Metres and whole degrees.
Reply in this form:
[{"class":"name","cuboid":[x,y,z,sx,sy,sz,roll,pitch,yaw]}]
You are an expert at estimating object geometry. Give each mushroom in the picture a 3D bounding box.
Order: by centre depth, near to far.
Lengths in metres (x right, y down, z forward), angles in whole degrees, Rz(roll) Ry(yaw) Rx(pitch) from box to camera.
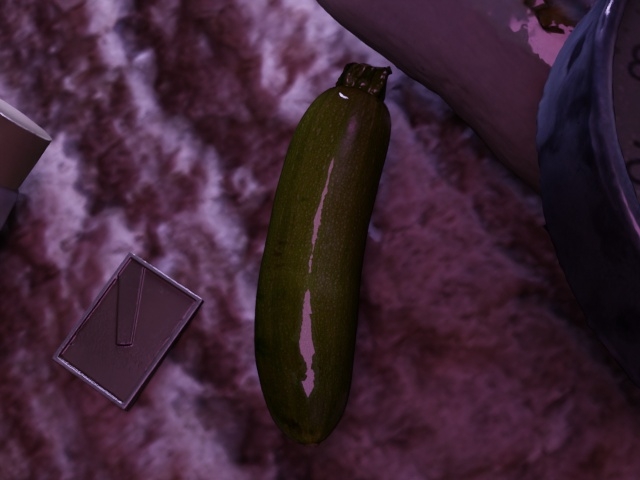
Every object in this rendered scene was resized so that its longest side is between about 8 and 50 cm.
[{"class":"mushroom","cuboid":[0.172,-0.101,0.582,0.177,0.126,0.397,-32,70,-27]}]

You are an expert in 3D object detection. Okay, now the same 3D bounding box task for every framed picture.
[{"class":"framed picture","cuboid":[-0.128,0.059,0.633,0.066,0.006,0.089,30,78,17]}]

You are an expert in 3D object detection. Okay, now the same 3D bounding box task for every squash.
[{"class":"squash","cuboid":[0.000,0.000,0.602,0.069,0.069,0.258,6,71,10]}]

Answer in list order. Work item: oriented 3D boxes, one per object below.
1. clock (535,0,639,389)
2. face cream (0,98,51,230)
[{"class":"clock","cuboid":[0.266,-0.032,0.460,0.319,0.066,0.318,3,67,-7]},{"class":"face cream","cuboid":[-0.281,-0.001,0.657,0.114,0.070,0.224,37,93,18]}]
